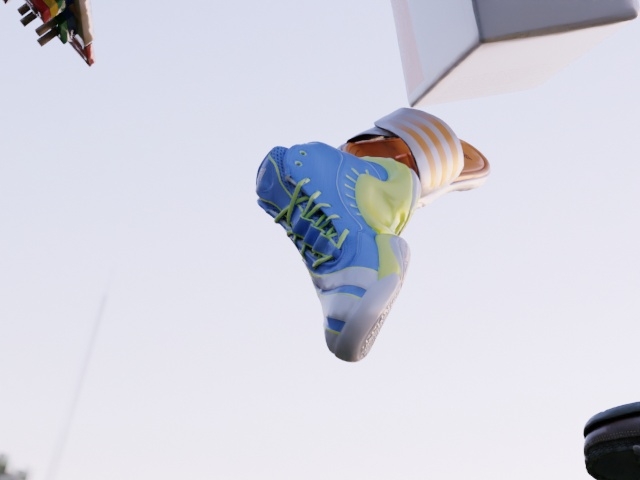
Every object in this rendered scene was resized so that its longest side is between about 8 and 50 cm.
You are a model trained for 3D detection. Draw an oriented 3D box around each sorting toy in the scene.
[{"bbox_3d":[-0.252,-0.226,1.525,0.132,0.046,0.274,49,-13,8],"label":"sorting toy"}]

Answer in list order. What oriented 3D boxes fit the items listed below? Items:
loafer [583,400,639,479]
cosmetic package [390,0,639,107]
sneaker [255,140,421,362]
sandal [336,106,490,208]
[{"bbox_3d":[0.303,0.162,1.240,0.267,0.084,0.096,-4,-34,30],"label":"loafer"},{"bbox_3d":[0.178,-0.286,1.850,0.161,0.230,0.453,-10,-3,-6],"label":"cosmetic package"},{"bbox_3d":[0.000,0.000,1.328,0.126,0.240,0.091,23,-63,-4],"label":"sneaker"},{"bbox_3d":[0.105,-0.096,1.804,0.102,0.076,0.265,40,26,19],"label":"sandal"}]
